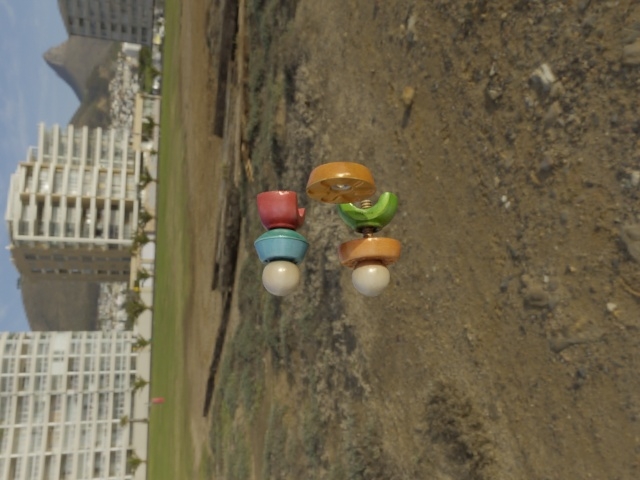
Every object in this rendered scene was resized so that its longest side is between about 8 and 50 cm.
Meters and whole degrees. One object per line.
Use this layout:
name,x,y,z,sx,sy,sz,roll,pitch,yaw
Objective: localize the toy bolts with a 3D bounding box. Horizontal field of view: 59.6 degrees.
toy bolts,0.000,0.000,0.852,0.218,0.229,0.158,46,-139,-67
